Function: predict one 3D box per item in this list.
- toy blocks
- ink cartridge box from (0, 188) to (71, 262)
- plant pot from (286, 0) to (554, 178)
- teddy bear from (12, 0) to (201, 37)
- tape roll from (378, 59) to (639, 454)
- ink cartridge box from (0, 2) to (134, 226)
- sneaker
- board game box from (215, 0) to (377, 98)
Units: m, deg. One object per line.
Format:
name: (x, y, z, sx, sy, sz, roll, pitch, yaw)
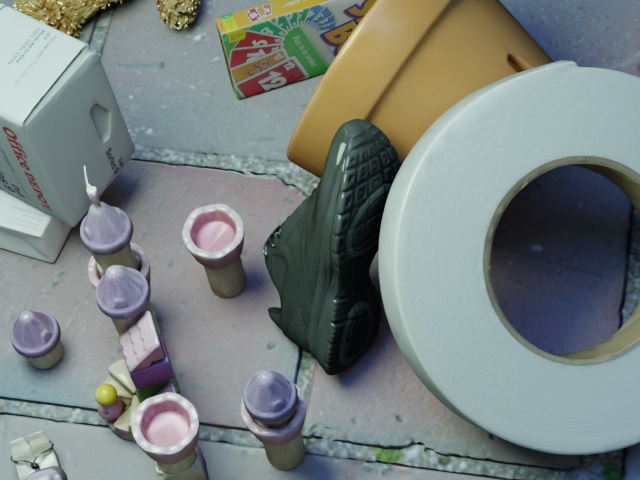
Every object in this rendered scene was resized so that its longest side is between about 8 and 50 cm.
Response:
toy blocks: (-0.194, 0.112, 1.735, 0.309, 0.260, 0.288, -19, 61, -5)
ink cartridge box: (-0.321, -0.085, 1.972, 0.115, 0.067, 0.198, 15, 63, 15)
plant pot: (0.128, -0.148, 1.857, 0.203, 0.291, 0.291, 36, 69, 5)
teddy bear: (-0.234, -0.362, 2.098, 0.338, 0.113, 0.245, -8, 62, 2)
tape roll: (0.251, 0.018, 1.727, 0.392, 0.072, 0.392, -1, 92, -12)
ink cartridge box: (-0.366, -0.164, 1.862, 0.289, 0.211, 0.121, 26, 67, 23)
sneaker: (0.000, 0.000, 1.783, 0.130, 0.286, 0.109, 29, 33, 30)
board game box: (0.014, -0.247, 1.995, 0.259, 0.124, 0.039, -20, 58, -5)
